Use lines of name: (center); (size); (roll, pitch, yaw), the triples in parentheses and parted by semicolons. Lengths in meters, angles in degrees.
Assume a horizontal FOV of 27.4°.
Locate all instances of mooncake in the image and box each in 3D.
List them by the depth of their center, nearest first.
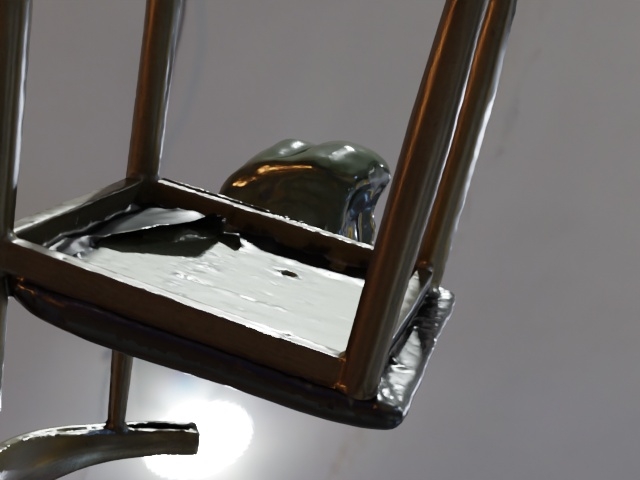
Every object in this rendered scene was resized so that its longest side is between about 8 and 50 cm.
mooncake: (0.000, 0.000, 1.067); (0.104, 0.168, 0.175); (-27, -27, -49)

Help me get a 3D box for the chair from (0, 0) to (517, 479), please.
chair: (-0.033, 0.009, 0.500); (0.166, 0.188, 0.272); (17, -75, 8)
